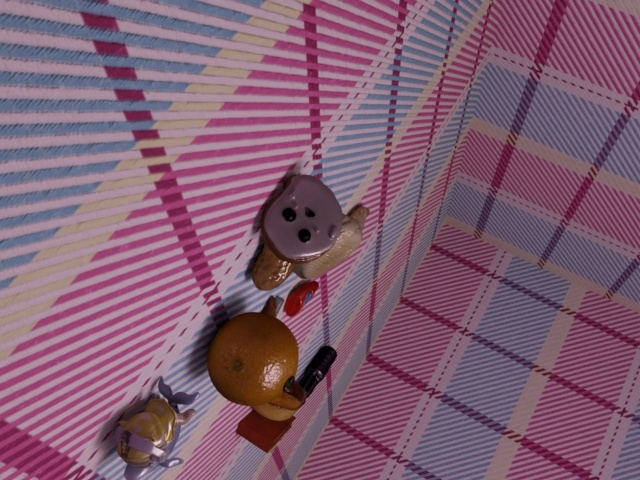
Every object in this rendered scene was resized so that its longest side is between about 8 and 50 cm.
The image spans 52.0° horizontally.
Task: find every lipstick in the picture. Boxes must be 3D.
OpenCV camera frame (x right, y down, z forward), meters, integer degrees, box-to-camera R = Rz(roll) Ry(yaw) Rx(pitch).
[{"bbox_3d":[-0.030,0.538,2.597,0.299,0.081,0.081,-51,160,-41],"label":"lipstick"}]

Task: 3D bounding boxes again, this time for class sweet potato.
[{"bbox_3d":[-0.178,0.265,1.745,0.255,0.058,0.078,-57,143,-34],"label":"sweet potato"}]

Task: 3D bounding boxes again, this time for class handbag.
[{"bbox_3d":[-0.176,0.605,2.158,0.190,0.127,0.063,-25,141,-65],"label":"handbag"}]

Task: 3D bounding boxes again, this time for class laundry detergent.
[{"bbox_3d":[-0.050,0.171,2.008,0.165,0.049,0.097,-37,156,-60],"label":"laundry detergent"}]

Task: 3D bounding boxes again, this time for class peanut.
[{"bbox_3d":[-0.094,0.019,1.555,0.108,0.095,0.226,15,106,-58],"label":"peanut"}]

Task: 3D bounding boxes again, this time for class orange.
[{"bbox_3d":[-0.157,0.278,1.543,0.236,0.236,0.236,-55,162,-27],"label":"orange"}]

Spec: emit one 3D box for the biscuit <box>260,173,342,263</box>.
[{"bbox_3d":[-0.037,-0.046,1.486,0.208,0.181,0.049,-52,-171,-25],"label":"biscuit"}]

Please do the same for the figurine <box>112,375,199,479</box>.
[{"bbox_3d":[-0.335,0.383,1.322,0.184,0.128,0.208,70,40,-65],"label":"figurine"}]

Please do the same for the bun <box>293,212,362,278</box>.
[{"bbox_3d":[0.000,0.000,1.739,0.220,0.134,0.220,-30,160,-12],"label":"bun"}]

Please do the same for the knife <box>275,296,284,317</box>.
[{"bbox_3d":[-0.144,0.233,1.858,0.162,0.023,0.044,-66,168,6],"label":"knife"}]

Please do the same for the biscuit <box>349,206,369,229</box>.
[{"bbox_3d":[0.088,-0.012,2.173,0.265,0.040,0.188,-51,160,-34],"label":"biscuit"}]

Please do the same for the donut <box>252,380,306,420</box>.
[{"bbox_3d":[-0.135,0.529,2.163,0.085,0.141,0.217,-59,158,18],"label":"donut"}]
